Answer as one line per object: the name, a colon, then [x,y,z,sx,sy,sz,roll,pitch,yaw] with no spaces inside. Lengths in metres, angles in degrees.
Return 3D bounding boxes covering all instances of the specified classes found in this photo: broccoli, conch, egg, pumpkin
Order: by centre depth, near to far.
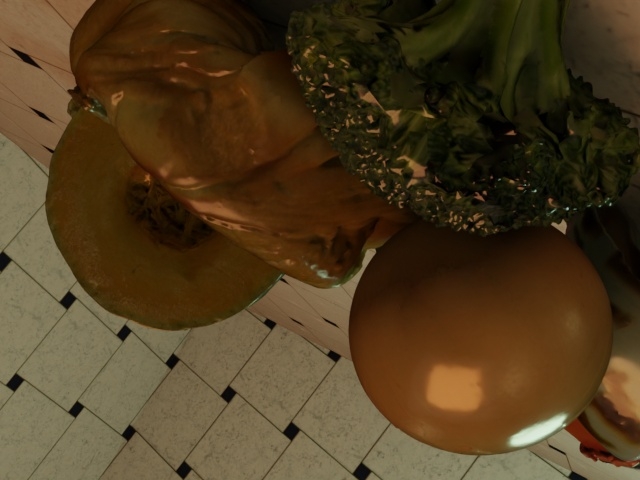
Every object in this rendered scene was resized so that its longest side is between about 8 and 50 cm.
broccoli: [0.099,-0.094,0.611,0.227,0.198,0.176,-1,117,19]
egg: [0.125,0.068,0.708,0.201,0.201,0.244,30,165,2]
conch: [0.340,0.132,0.830,0.368,0.197,0.249,39,-165,15]
pumpkin: [-0.176,-0.051,1.198,0.332,0.332,0.199,30,-178,4]

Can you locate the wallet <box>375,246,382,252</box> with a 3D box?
wallet: [0.182,0.055,1.350,0.236,0.055,0.160,27,162,21]

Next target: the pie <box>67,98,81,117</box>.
pie: [-0.319,-0.172,1.534,0.248,0.090,0.201,28,166,-5]

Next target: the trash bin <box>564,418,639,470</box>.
trash bin: [0.355,0.181,1.190,0.239,0.161,0.184,35,168,-5]

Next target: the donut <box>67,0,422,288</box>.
donut: [-0.053,-0.104,0.822,0.360,0.170,0.360,40,-171,-8]
